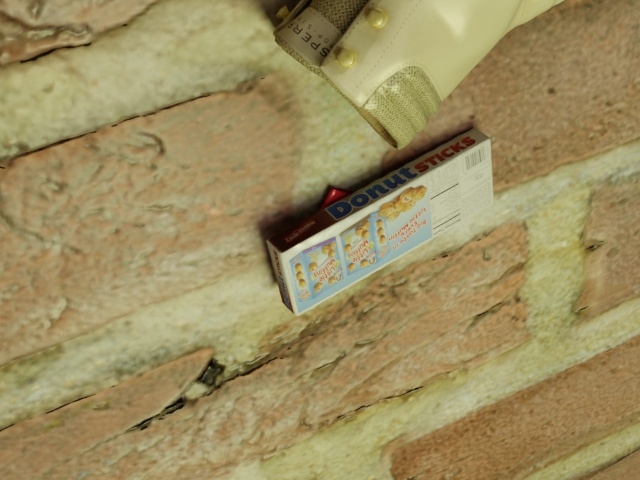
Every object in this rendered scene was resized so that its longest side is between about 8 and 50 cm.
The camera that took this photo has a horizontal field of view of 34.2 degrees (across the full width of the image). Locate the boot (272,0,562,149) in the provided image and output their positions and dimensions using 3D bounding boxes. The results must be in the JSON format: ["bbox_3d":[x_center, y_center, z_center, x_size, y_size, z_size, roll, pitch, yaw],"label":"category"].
[{"bbox_3d":[0.048,-0.182,0.571,0.203,0.095,0.262,-42,140,3],"label":"boot"}]

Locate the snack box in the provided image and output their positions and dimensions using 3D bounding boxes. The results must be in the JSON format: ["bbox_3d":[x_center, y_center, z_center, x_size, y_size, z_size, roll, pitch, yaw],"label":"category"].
[{"bbox_3d":[0.047,-0.014,0.738,0.178,0.022,0.064,-29,136,-18],"label":"snack box"}]

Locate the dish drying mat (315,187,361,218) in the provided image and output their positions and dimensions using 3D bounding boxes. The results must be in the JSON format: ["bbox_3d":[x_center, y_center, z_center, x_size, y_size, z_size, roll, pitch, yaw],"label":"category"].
[{"bbox_3d":[0.000,0.000,0.737,0.032,0.008,0.083,11,115,-42],"label":"dish drying mat"}]
